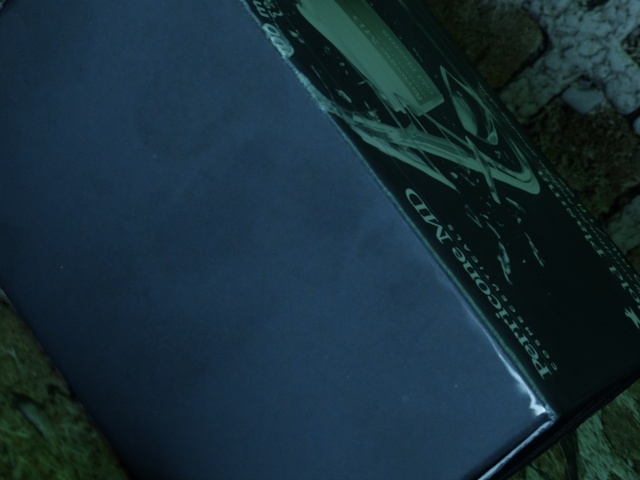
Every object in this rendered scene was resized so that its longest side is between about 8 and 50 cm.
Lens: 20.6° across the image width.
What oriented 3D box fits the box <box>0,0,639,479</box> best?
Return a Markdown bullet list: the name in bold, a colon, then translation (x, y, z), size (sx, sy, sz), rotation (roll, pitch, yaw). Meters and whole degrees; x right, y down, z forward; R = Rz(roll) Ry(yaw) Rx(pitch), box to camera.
- **box**: translation (0.000, 0.000, 1.412), size (0.480, 0.297, 0.472), rotation (53, 21, 10)
